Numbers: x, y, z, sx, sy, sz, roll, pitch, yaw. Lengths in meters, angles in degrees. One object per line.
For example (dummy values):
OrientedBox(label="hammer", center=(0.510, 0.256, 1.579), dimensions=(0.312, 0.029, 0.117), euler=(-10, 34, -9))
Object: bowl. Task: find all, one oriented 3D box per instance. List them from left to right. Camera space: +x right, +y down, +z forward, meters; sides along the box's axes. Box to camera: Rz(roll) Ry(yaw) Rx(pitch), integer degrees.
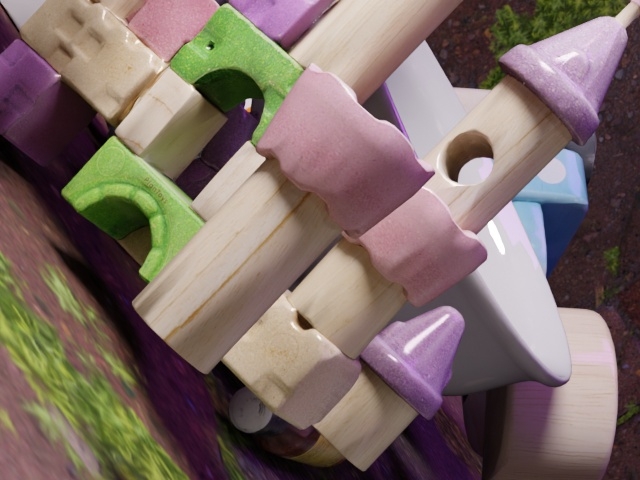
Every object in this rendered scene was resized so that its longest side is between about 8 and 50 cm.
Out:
OrientedBox(label="bowl", center=(0.035, -0.017, 1.084), dimensions=(0.298, 0.134, 0.298), euler=(58, 14, -24))

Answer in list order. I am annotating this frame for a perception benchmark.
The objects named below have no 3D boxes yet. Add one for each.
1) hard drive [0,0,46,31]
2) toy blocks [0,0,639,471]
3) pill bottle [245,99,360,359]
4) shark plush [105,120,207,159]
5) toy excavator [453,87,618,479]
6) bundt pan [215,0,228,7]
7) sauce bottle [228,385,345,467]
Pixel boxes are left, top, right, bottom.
OrientedBox(label="hard drive", center=(-0.192, -0.194, 1.259), dimensions=(0.203, 0.040, 0.307), euler=(56, 7, 12))
OrientedBox(label="toy blocks", center=(-0.002, -0.083, 0.829), dimensions=(0.288, 0.260, 0.309), euler=(43, -1, 28))
OrientedBox(label="pill bottle", center=(0.000, 0.000, 1.269), dimensions=(0.221, 0.121, 0.121), euler=(60, 8, 32))
OrientedBox(label="shark plush", center=(-0.113, -0.112, 1.111), dimensions=(0.073, 0.067, 0.161), euler=(32, 41, -84))
OrientedBox(label="toy excavator", center=(0.130, 0.052, 1.416), dimensions=(0.433, 0.222, 0.445), euler=(110, -20, -58))
OrientedBox(label="bundt pan", center=(-0.163, -0.288, 1.229), dimensions=(0.331, 0.124, 0.331), euler=(52, 6, -8))
OrientedBox(label="sauce bottle", center=(-0.015, 0.102, 0.959), dimensions=(0.042, 0.042, 0.128), euler=(56, 8, 20))
